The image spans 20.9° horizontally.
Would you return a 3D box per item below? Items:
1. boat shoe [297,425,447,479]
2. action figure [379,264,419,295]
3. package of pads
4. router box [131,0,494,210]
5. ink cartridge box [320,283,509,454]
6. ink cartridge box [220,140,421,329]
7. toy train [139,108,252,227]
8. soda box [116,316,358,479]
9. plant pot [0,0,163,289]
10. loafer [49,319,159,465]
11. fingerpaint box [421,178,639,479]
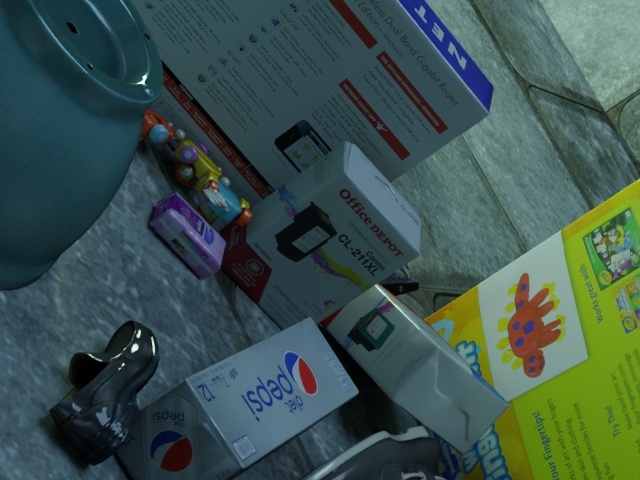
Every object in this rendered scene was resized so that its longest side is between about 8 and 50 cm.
[{"bbox_3d":[0.057,0.246,1.658,0.095,0.112,0.335,55,18,12],"label":"boat shoe"},{"bbox_3d":[0.043,-0.071,2.075,0.185,0.099,0.285,63,16,-57],"label":"action figure"},{"bbox_3d":[-0.131,-0.006,1.733,0.083,0.032,0.050,47,21,-21],"label":"package of pads"},{"bbox_3d":[-0.035,-0.188,1.830,0.335,0.301,0.082,50,23,-15],"label":"router box"},{"bbox_3d":[0.089,0.120,1.886,0.134,0.078,0.231,40,3,-35],"label":"ink cartridge box"},{"bbox_3d":[0.000,0.000,1.801,0.127,0.175,0.072,46,23,-21],"label":"ink cartridge box"},{"bbox_3d":[-0.141,-0.070,1.772,0.166,0.046,0.125,51,13,27],"label":"toy train"},{"bbox_3d":[-0.071,0.153,1.541,0.091,0.098,0.286,56,21,5],"label":"soda box"},{"bbox_3d":[-0.257,-0.134,1.437,0.293,0.196,0.293,43,25,-26],"label":"plant pot"},{"bbox_3d":[-0.178,0.111,1.435,0.061,0.062,0.170,43,23,-17],"label":"loafer"},{"bbox_3d":[0.308,0.206,1.883,0.163,0.371,0.445,38,27,-37],"label":"fingerpaint box"}]
